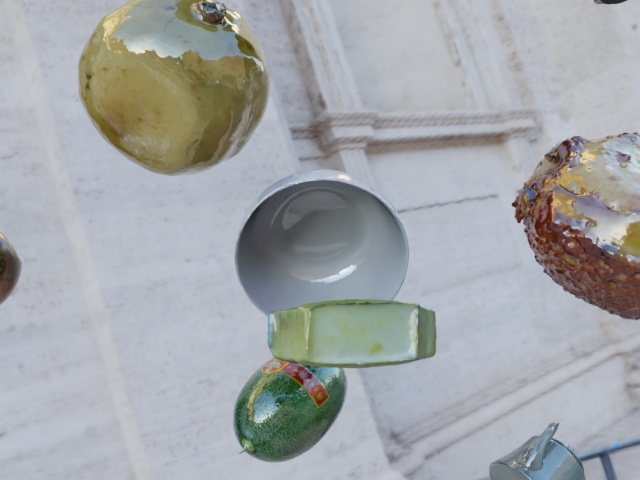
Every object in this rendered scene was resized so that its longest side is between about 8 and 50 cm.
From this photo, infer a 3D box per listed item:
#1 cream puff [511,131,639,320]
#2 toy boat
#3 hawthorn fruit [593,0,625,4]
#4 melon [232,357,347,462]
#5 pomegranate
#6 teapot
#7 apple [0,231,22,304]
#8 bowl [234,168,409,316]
[{"bbox_3d":[0.437,-0.014,1.032,0.350,0.350,0.228,-13,-52,-30],"label":"cream puff"},{"bbox_3d":[0.052,0.149,1.174,0.276,0.111,0.084,1,-7,-1],"label":"toy boat"},{"bbox_3d":[0.565,-0.606,1.396,0.316,0.316,0.316,-17,-7,-2],"label":"hawthorn fruit"},{"bbox_3d":[-0.061,0.314,1.404,0.182,0.182,0.288,-24,12,41],"label":"melon"},{"bbox_3d":[-0.252,-0.283,1.300,0.332,0.332,0.332,-17,-7,-2],"label":"pomegranate"},{"bbox_3d":[0.428,0.443,1.388,0.149,0.239,0.162,-37,38,-25],"label":"teapot"},{"bbox_3d":[-0.730,0.032,1.504,0.207,0.237,0.237,-56,-8,-1],"label":"apple"},{"bbox_3d":[0.000,0.000,1.248,0.287,0.287,0.144,-18,28,7],"label":"bowl"}]
